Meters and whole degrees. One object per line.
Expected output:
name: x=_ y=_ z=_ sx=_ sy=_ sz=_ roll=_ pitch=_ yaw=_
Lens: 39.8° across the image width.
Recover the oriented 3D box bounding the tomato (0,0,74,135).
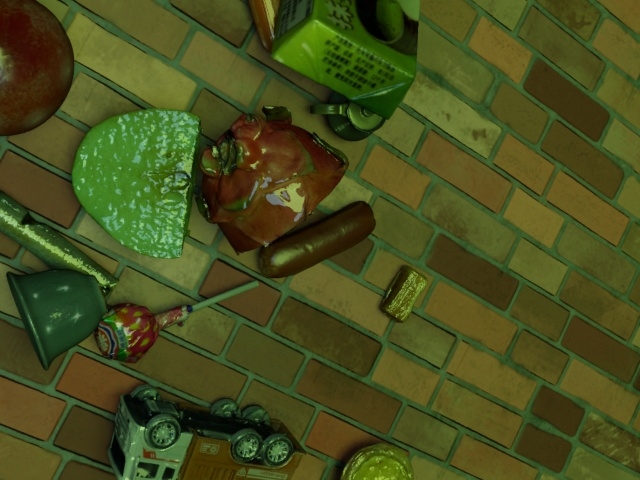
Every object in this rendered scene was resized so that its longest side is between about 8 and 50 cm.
tomato: x=-0.570 y=-0.318 z=1.559 sx=0.265 sy=0.265 sz=0.265 roll=-3 pitch=97 yaw=-24

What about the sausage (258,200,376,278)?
sausage: x=0.000 y=0.000 z=1.941 sx=0.300 sy=0.083 sz=0.089 roll=-26 pitch=94 yaw=-21

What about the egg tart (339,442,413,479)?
egg tart: x=0.124 y=0.556 z=2.067 sx=0.191 sy=0.074 sz=0.191 roll=-3 pitch=97 yaw=-23

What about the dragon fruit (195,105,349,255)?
dragon fruit: x=-0.119 y=-0.139 z=1.760 sx=0.305 sy=0.305 sz=0.226 roll=-43 pitch=103 yaw=-14

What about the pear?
pear: x=-0.363 y=-0.124 z=1.743 sx=0.239 sy=0.139 sz=0.288 roll=8 pitch=97 yaw=-10

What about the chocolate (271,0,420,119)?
chocolate: x=0.066 y=-0.443 z=1.820 sx=0.288 sy=0.137 sz=0.301 roll=24 pitch=50 yaw=-23

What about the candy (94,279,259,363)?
candy: x=-0.288 y=0.146 z=1.824 sx=0.365 sy=0.124 sz=0.124 roll=-22 pitch=105 yaw=-28

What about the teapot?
teapot: x=0.064 y=-0.281 z=1.916 sx=0.165 sy=0.119 sz=0.130 roll=-2 pitch=96 yaw=-23

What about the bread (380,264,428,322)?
bread: x=0.195 y=0.126 z=2.060 sx=0.074 sy=0.053 sz=0.132 roll=31 pitch=83 yaw=-20

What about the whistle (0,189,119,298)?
whistle: x=-0.535 y=0.006 z=1.716 sx=0.326 sy=0.057 sz=0.068 roll=42 pitch=88 yaw=-23

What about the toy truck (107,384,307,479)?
toy truck: x=-0.246 y=0.447 z=1.836 sx=0.387 sy=0.173 sz=0.207 roll=17 pitch=98 yaw=-27

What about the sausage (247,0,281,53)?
sausage: x=-0.113 y=-0.487 z=1.840 sx=0.071 sy=0.071 sz=0.234 roll=-22 pitch=105 yaw=-20

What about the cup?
cup: x=-0.487 y=0.127 z=1.674 sx=0.150 sy=0.199 sz=0.199 roll=-21 pitch=104 yaw=-22
